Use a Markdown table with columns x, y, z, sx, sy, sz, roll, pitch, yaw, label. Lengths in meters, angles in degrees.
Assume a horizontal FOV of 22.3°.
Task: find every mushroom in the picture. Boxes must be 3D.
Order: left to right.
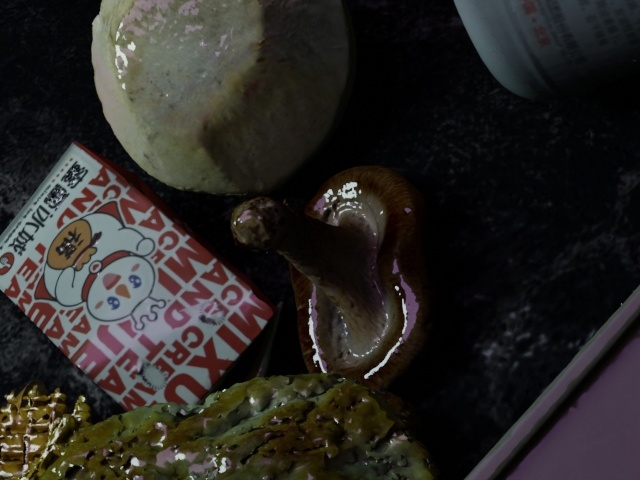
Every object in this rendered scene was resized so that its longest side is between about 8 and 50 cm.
| x | y | z | sx | sy | sz | roll | pitch | yaw | label |
| --- | --- | --- | --- | --- | --- | --- | --- | --- | --- |
| 0.000 | 0.000 | 1.355 | 0.148 | 0.217 | 0.227 | -30 | 48 | 21 | mushroom |

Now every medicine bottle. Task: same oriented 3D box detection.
| x | y | z | sx | sy | sz | roll | pitch | yaw | label |
| --- | --- | --- | --- | --- | --- | --- | --- | --- | --- |
| 0.264 | -0.263 | 1.293 | 0.306 | 0.245 | 0.245 | -17 | 54 | 21 | medicine bottle |

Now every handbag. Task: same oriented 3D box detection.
| x | y | z | sx | sy | sz | roll | pitch | yaw | label |
| --- | --- | --- | --- | --- | --- | --- | --- | --- | --- |
| -0.168 | 0.049 | 1.507 | 0.171 | 0.151 | 0.298 | -52 | 45 | -3 | handbag |

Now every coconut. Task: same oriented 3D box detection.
| x | y | z | sx | sy | sz | roll | pitch | yaw | label |
| --- | --- | --- | --- | --- | --- | --- | --- | --- | --- |
| -0.086 | -0.167 | 1.526 | 0.259 | 0.259 | 0.259 | -20 | 52 | 28 | coconut |

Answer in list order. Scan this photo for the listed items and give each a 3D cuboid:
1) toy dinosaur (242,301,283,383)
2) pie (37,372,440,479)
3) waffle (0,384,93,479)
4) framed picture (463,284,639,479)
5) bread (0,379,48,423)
| x | y | z | sx | sy | sz | roll | pitch | yaw | label |
| --- | --- | --- | --- | --- | --- | --- | --- | --- | --- |
| -0.075 | 0.169 | 1.439 | 0.142 | 0.057 | 0.212 | -37 | 25 | 38 | toy dinosaur |
| -0.044 | 0.299 | 1.169 | 0.395 | 0.180 | 0.418 | -17 | 48 | -4 | pie |
| -0.273 | 0.236 | 1.502 | 0.193 | 0.070 | 0.197 | -38 | 63 | 9 | waffle |
| 0.274 | 0.264 | 0.999 | 0.326 | 0.028 | 0.446 | -48 | 65 | 2 | framed picture |
| -0.298 | 0.193 | 1.593 | 0.103 | 0.049 | 0.062 | -49 | 44 | 6 | bread |
